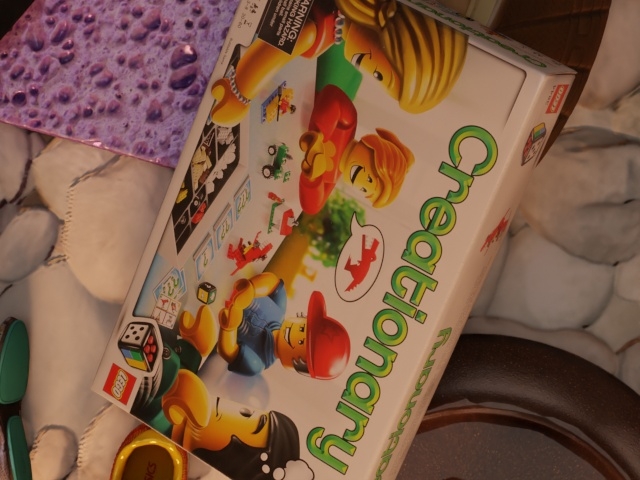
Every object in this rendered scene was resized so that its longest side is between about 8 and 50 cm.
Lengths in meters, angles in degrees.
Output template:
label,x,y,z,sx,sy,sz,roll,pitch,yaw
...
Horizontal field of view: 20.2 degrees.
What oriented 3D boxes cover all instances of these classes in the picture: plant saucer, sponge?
label,x,y,z,sx,sy,sz,roll,pitch,yaw
plant saucer,0.096,0.214,1.108,0.311,0.050,0.310,0,91,4
sponge,-0.145,-0.119,1.133,0.210,0.031,0.117,15,90,4

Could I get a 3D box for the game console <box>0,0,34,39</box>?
label,x,y,z,sx,sy,sz,roll,pitch,yaw
game console,-0.362,-0.162,0.980,0.342,0.060,0.386,-47,132,0

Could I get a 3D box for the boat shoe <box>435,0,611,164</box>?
label,x,y,z,sx,sy,sz,roll,pitch,yaw
boat shoe,0.109,-0.186,1.086,0.110,0.122,0.341,22,100,38

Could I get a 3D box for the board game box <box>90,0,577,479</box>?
label,x,y,z,sx,sy,sz,roll,pitch,yaw
board game box,0.000,0.000,1.047,0.193,0.053,0.305,29,108,23

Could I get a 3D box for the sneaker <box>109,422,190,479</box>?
label,x,y,z,sx,sy,sz,roll,pitch,yaw
sneaker,-0.117,0.199,1.112,0.064,0.067,0.175,3,92,2

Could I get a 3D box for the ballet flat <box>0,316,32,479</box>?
label,x,y,z,sx,sy,sz,roll,pitch,yaw
ballet flat,-0.206,0.106,1.134,0.041,0.041,0.114,-2,89,4
